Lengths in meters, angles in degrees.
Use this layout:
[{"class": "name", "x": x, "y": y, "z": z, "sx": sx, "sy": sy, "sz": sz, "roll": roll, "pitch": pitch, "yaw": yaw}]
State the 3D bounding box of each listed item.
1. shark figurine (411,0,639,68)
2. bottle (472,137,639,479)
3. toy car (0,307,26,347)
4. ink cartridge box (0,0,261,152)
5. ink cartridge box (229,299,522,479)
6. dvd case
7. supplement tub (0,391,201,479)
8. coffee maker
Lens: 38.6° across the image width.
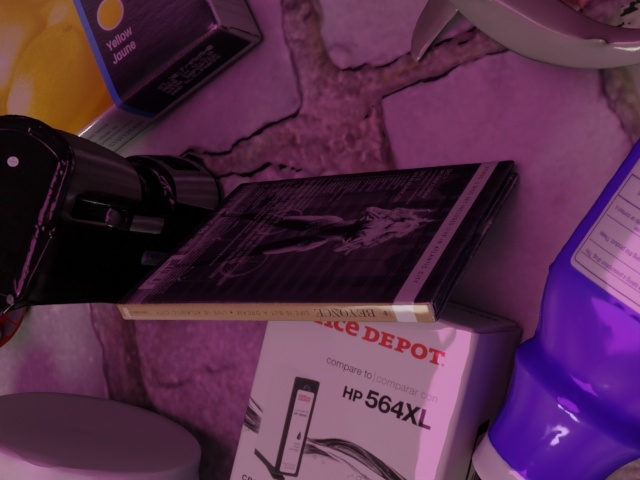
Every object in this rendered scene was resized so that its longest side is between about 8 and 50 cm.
[{"class": "shark figurine", "x": 0.115, "y": -0.155, "z": 0.533, "sx": 0.278, "sy": 0.116, "sz": 0.166, "roll": 47, "pitch": 114, "yaw": 37}, {"class": "bottle", "x": 0.188, "y": 0.032, "z": 0.506, "sx": 0.118, "sy": 0.092, "sz": 0.283, "roll": 37, "pitch": 106, "yaw": 21}, {"class": "toy car", "x": -0.332, "y": 0.143, "z": 0.833, "sx": 0.225, "sy": 0.053, "sz": 0.239, "roll": -22, "pitch": 75, "yaw": 28}, {"class": "ink cartridge box", "x": -0.232, "y": -0.215, "z": 0.788, "sx": 0.303, "sy": 0.072, "sz": 0.307, "roll": -33, "pitch": 73, "yaw": 25}, {"class": "ink cartridge box", "x": 0.028, "y": 0.132, "z": 0.599, "sx": 0.148, "sy": 0.086, "sz": 0.203, "roll": 15, "pitch": 96, "yaw": 31}, {"class": "dvd case", "x": 0.000, "y": 0.000, "z": 0.591, "sx": 0.221, "sy": 0.164, "sz": 0.018, "roll": -3, "pitch": 120, "yaw": 31}, {"class": "supplement tub", "x": -0.196, "y": 0.267, "z": 0.664, "sx": 0.191, "sy": 0.191, "sz": 0.272, "roll": 15, "pitch": 95, "yaw": 31}, {"class": "coffee maker", "x": -0.175, "y": 0.004, "z": 0.674, "sx": 0.171, "sy": 0.178, "sz": 0.120, "roll": -50, "pitch": 63, "yaw": 16}]
